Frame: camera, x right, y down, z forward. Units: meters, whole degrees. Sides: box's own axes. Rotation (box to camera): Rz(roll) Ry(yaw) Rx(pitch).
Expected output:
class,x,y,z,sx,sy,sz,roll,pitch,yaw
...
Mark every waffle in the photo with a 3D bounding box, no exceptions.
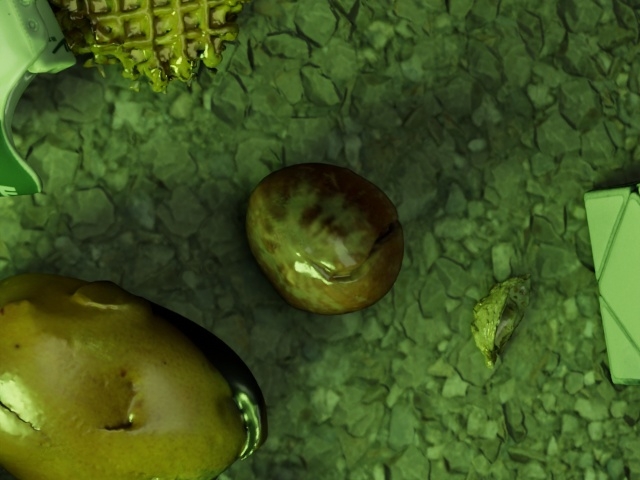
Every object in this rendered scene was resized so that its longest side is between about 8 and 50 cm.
class,x,y,z,sx,sy,sz,roll,pitch,yaw
waffle,-0.158,-0.236,1.688,0.193,0.070,0.197,26,81,-20

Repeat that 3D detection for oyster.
class,x,y,z,sx,sy,sz,roll,pitch,yaw
oyster,0.177,0.074,1.840,0.083,0.038,0.080,-36,130,-47

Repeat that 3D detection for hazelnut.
class,x,y,z,sx,sy,sz,roll,pitch,yaw
hazelnut,0.000,0.000,1.702,0.143,0.143,0.154,-42,85,-18

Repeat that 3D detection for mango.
class,x,y,z,sx,sy,sz,roll,pitch,yaw
mango,-0.194,0.137,1.611,0.287,0.152,0.201,35,72,-18

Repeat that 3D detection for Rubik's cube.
class,x,y,z,sx,sy,sz,roll,pitch,yaw
Rubik's cube,0.403,0.029,1.832,0.205,0.207,0.205,-10,93,-24

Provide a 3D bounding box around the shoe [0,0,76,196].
class,x,y,z,sx,sy,sz,roll,pitch,yaw
shoe,-0.282,-0.207,1.588,0.160,0.132,0.363,7,89,-6
